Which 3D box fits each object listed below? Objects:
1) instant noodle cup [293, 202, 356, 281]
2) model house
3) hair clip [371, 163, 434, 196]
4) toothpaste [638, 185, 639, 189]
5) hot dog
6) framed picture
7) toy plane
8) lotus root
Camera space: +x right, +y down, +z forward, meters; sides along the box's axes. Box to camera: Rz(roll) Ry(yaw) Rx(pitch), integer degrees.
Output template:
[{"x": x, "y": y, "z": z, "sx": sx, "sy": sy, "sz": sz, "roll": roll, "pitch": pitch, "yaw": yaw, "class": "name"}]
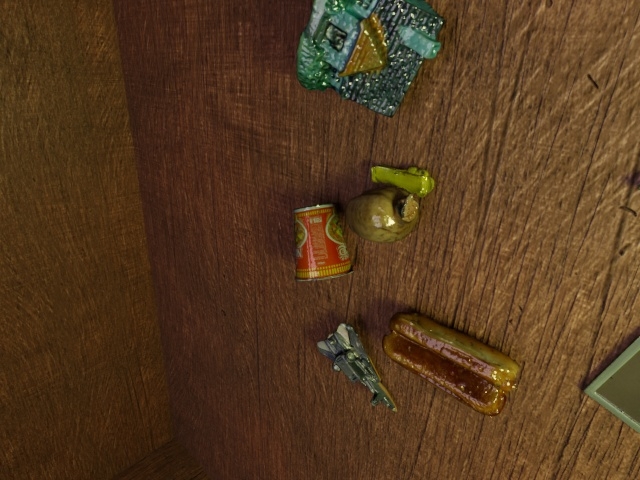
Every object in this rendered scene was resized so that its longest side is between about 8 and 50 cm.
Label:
[{"x": 0.000, "y": 0.000, "z": 1.228, "sx": 0.193, "sy": 0.193, "sz": 0.213, "roll": -6, "pitch": 94, "yaw": 46, "class": "instant noodle cup"}, {"x": 0.114, "y": -0.404, "z": 0.906, "sx": 0.241, "sy": 0.225, "sz": 0.261, "roll": 46, "pitch": 135, "yaw": 21, "class": "model house"}, {"x": 0.210, "y": -0.154, "z": 1.037, "sx": 0.173, "sy": 0.046, "sz": 0.072, "roll": 18, "pitch": 127, "yaw": 41, "class": "hair clip"}, {"x": 0.666, "y": -0.032, "z": 0.633, "sx": 0.301, "sy": 0.048, "sz": 0.075, "roll": 43, "pitch": 135, "yaw": 28, "class": "toothpaste"}, {"x": 0.323, "y": 0.300, "z": 1.052, "sx": 0.348, "sy": 0.117, "sz": 0.159, "roll": 22, "pitch": 101, "yaw": 36, "class": "hot dog"}, {"x": 0.698, "y": 0.314, "z": 0.755, "sx": 0.296, "sy": 0.019, "sz": 0.233, "roll": 40, "pitch": 130, "yaw": 28, "class": "framed picture"}, {"x": 0.126, "y": 0.422, "z": 1.306, "sx": 0.316, "sy": 0.102, "sz": 0.204, "roll": 55, "pitch": 135, "yaw": 15, "class": "toy plane"}, {"x": 0.158, "y": -0.066, "z": 1.050, "sx": 0.256, "sy": 0.154, "sz": 0.140, "roll": 13, "pitch": 121, "yaw": 62, "class": "lotus root"}]
